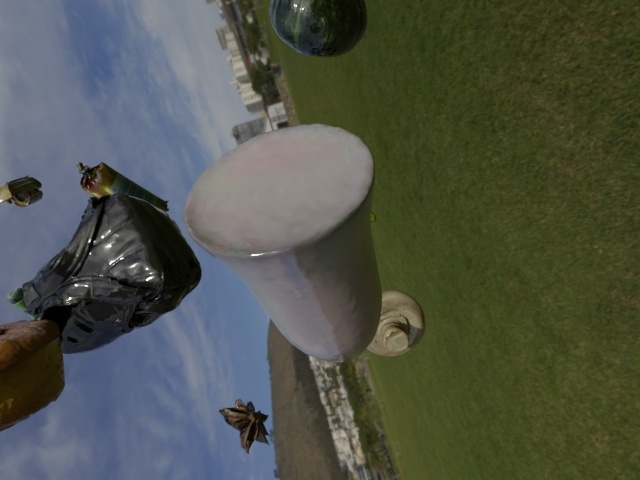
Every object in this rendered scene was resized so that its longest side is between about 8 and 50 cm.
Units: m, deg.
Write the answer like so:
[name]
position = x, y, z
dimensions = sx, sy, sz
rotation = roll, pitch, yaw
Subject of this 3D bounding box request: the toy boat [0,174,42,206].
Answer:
[toy boat]
position = -0.971, -0.154, 1.311
dimensions = 0.087, 0.068, 0.226
rotation = 62, 173, -22

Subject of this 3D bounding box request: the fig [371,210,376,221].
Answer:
[fig]
position = 0.061, -0.103, 1.323
dimensions = 0.167, 0.234, 0.166
rotation = 25, -125, -41

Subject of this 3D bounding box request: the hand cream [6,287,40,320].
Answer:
[hand cream]
position = -1.216, 0.261, 1.681
dimensions = 0.046, 0.095, 0.174
rotation = 26, 154, 34

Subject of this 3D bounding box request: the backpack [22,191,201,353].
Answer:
[backpack]
position = -0.568, 0.105, 1.061
dimensions = 0.363, 0.446, 0.255
rotation = 53, -171, 16

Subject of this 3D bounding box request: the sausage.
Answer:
[sausage]
position = -0.704, -0.167, 1.414
dimensions = 0.317, 0.125, 0.117
rotation = 38, -156, -41

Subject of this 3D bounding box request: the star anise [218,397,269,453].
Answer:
[star anise]
position = -0.153, 0.405, 0.897
dimensions = 0.124, 0.056, 0.129
rotation = 45, -167, 24

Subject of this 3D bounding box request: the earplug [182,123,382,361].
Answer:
[earplug]
position = -0.002, 0.047, 0.454
dimensions = 0.172, 0.173, 0.301
rotation = -108, -2, -45

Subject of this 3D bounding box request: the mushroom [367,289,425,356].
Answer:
[mushroom]
position = 0.217, 0.248, 1.166
dimensions = 0.209, 0.207, 0.206
rotation = 18, 129, 59

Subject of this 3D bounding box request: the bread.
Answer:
[bread]
position = -0.656, 0.266, 0.774
dimensions = 0.312, 0.313, 0.172
rotation = -110, 7, -82

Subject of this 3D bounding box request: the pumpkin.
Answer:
[pumpkin]
position = -0.003, -0.384, 0.685
dimensions = 0.125, 0.167, 0.167
rotation = -50, 47, 44
